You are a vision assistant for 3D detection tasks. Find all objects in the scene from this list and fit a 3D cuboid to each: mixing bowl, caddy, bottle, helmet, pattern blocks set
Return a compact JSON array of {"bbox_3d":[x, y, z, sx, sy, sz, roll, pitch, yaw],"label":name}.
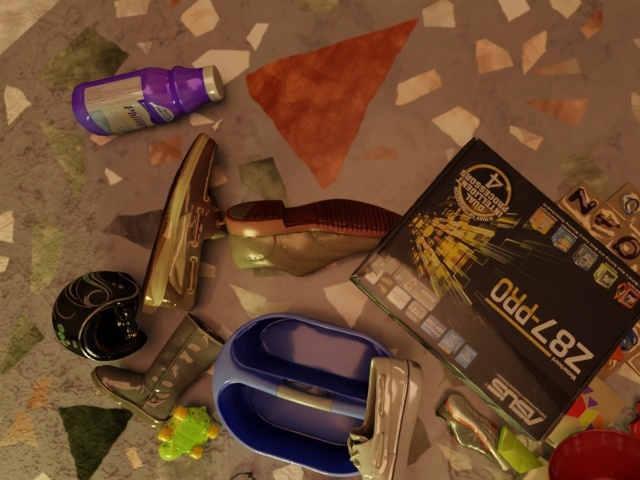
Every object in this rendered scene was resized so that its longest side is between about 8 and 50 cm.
[{"bbox_3d":[0.446,0.395,0.824,0.181,0.181,0.098,-12,120,7],"label":"mixing bowl"},{"bbox_3d":[-0.014,0.258,0.937,0.340,0.179,0.242,13,88,9],"label":"caddy"},{"bbox_3d":[-0.333,-0.280,1.056,0.282,0.118,0.092,-10,74,6],"label":"bottle"},{"bbox_3d":[-0.408,0.135,1.005,0.161,0.169,0.170,26,89,44],"label":"helmet"},{"bbox_3d":[0.417,0.276,0.927,0.285,0.026,0.325,-37,82,-6],"label":"pattern blocks set"}]

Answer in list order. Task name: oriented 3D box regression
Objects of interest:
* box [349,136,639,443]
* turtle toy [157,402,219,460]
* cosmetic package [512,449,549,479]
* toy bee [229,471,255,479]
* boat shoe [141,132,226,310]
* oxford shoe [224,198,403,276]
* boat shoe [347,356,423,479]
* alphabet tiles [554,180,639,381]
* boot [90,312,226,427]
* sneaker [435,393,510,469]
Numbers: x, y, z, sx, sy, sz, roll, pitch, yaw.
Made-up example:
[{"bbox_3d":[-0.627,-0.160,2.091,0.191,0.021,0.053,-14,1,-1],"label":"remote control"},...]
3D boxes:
[{"bbox_3d":[0.295,0.075,0.893,0.395,0.097,0.318,43,84,3],"label":"box"},{"bbox_3d":[-0.258,0.363,1.017,0.095,0.066,0.130,38,90,-17],"label":"turtle toy"},{"bbox_3d":[0.369,0.433,0.937,0.060,0.041,0.115,34,90,10],"label":"cosmetic package"},{"bbox_3d":[-0.038,0.522,0.928,0.297,0.162,0.196,-5,86,8],"label":"toy bee"},{"bbox_3d":[-0.241,-0.031,1.038,0.123,0.123,0.343,17,82,-21],"label":"boat shoe"},{"bbox_3d":[0.000,0.000,1.008,0.347,0.123,0.130,3,117,3],"label":"oxford shoe"},{"bbox_3d":[0.085,0.309,0.815,0.088,0.096,0.268,13,91,-7],"label":"boat shoe"},{"bbox_3d":[0.526,0.073,0.961,0.285,0.011,0.343,-42,81,2],"label":"alphabet tiles"},{"bbox_3d":[-0.309,0.229,1.033,0.189,0.076,0.209,34,98,-5],"label":"boot"},{"bbox_3d":[0.270,0.346,0.961,0.158,0.061,0.065,48,120,10],"label":"sneaker"}]
